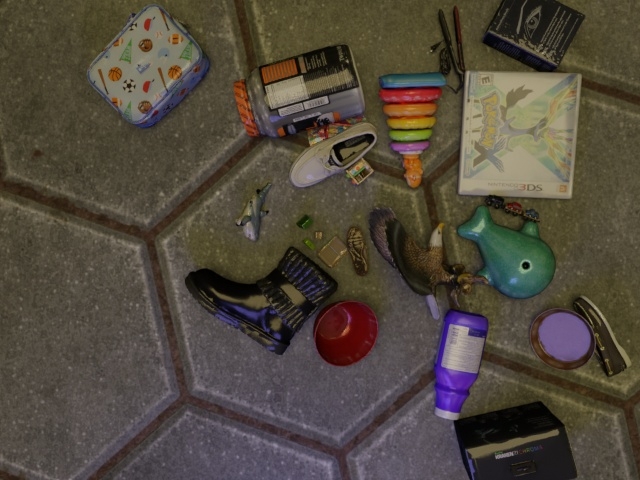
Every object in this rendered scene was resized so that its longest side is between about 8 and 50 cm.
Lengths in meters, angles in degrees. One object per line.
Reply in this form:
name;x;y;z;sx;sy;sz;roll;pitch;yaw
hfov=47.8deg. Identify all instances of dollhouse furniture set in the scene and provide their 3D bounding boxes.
dollhouse furniture set;0.000;0.000;1.967;0.076;0.058;0.151;-46;107;-4

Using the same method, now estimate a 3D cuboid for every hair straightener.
hair straightener;0.337;-0.506;1.933;0.089;0.047;0.230;-8;94;4

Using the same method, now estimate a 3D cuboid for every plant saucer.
plant saucer;0.636;0.256;1.892;0.169;0.029;0.168;7;102;31

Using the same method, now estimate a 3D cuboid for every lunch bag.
lunch bag;-0.464;-0.476;1.952;0.303;0.115;0.243;-44;85;4

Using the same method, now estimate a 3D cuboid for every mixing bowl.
mixing bowl;0.051;0.233;1.913;0.182;0.098;0.181;-5;105;-21

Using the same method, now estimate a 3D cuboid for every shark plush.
shark plush;-0.175;-0.082;1.979;0.067;0.073;0.161;26;71;-16

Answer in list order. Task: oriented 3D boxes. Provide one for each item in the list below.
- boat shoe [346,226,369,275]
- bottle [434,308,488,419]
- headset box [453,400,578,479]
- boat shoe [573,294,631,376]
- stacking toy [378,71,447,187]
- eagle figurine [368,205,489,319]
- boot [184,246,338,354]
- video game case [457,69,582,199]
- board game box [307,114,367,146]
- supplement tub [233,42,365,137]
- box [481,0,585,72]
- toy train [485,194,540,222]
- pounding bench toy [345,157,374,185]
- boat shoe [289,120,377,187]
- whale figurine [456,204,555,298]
boat shoe;0.101;0.028;1.948;0.050;0.045;0.135;-8;94;12
bottle;0.362;0.328;1.909;0.118;0.092;0.282;11;92;0
headset box;0.480;0.520;1.808;0.247;0.283;0.131;-14;89;3
boat shoe;0.724;0.251;1.889;0.069;0.081;0.227;-33;91;0
stacking toy;0.238;-0.286;1.900;0.166;0.175;0.301;-3;104;-1
eagle figurine;0.252;0.046;1.861;0.299;0.226;0.225;20;55;-12
boot;-0.156;0.112;1.921;0.348;0.131;0.260;34;100;-8
video game case;0.521;-0.278;1.905;0.300;0.036;0.328;3;97;4
board game box;0.050;-0.290;1.955;0.169;0.033;0.133;-40;88;4
supplement tub;-0.054;-0.382;1.882;0.316;0.193;0.193;-15;90;5
box;0.550;-0.550;1.880;0.207;0.108;0.153;29;93;4
toy train;0.513;-0.085;1.914;0.158;0.027;0.036;21;122;-5
pounding bench toy;0.102;-0.183;1.927;0.065;0.083;0.052;-41;88;3
boat shoe;0.034;-0.219;1.913;0.268;0.088;0.096;-27;111;8
whale figurine;0.484;0.030;1.874;0.216;0.141;0.272;-45;85;4
